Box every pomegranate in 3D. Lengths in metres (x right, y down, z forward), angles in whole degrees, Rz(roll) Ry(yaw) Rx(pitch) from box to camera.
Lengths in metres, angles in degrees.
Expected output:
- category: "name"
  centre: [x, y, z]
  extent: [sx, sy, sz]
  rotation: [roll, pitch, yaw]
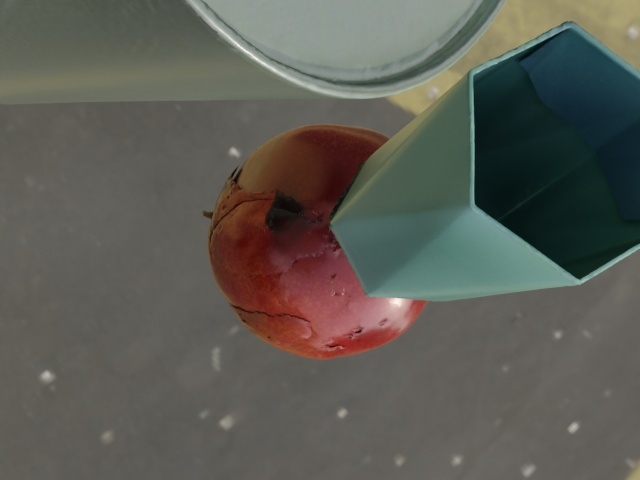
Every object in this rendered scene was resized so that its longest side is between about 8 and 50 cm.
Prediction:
- category: "pomegranate"
  centre: [0.000, 0.000, 1.304]
  extent: [0.210, 0.235, 0.210]
  rotation: [-3, 95, -36]

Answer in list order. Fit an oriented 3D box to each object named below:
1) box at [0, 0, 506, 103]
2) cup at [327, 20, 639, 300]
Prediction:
- category: "box"
  centre: [-0.050, -0.150, 0.407]
  extent: [0.226, 0.149, 0.226]
  rotation: [-6, 97, -54]
- category: "cup"
  centre: [0.093, -0.028, 0.919]
  extent: [0.148, 0.235, 0.134]
  rotation: [38, 67, -13]
